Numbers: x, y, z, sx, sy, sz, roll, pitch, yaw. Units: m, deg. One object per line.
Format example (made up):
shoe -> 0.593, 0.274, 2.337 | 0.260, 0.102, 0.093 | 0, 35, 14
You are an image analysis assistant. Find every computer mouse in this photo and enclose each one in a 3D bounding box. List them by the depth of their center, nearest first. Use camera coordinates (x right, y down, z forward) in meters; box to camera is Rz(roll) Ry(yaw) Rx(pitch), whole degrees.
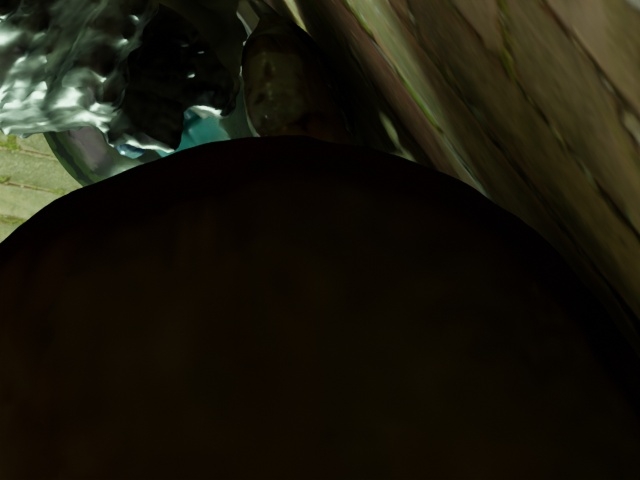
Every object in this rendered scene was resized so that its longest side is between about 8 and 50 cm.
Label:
computer mouse -> -0.032, -0.128, 0.948 | 0.066, 0.039, 0.096 | 55, 164, 28

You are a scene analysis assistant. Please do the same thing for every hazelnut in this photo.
hazelnut -> 0.004, 0.161, 0.589 | 0.421, 0.352, 0.421 | 48, -164, -18

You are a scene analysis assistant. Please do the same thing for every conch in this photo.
conch -> -0.131, -0.166, 0.735 | 0.186, 0.241, 0.313 | 27, -172, 20

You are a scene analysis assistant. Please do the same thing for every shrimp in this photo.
shrimp -> 0.045, 0.024, 0.863 | 0.365, 0.071, 0.233 | 61, -167, -18

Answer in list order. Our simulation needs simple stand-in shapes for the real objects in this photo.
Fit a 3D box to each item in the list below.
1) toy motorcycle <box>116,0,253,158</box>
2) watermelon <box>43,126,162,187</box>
toy motorcycle -> -0.092, -0.127, 1.066 | 0.260, 0.154, 0.206 | 53, -159, -22
watermelon -> -0.153, -0.128, 1.252 | 0.212, 0.212, 0.212 | 57, 177, 5
